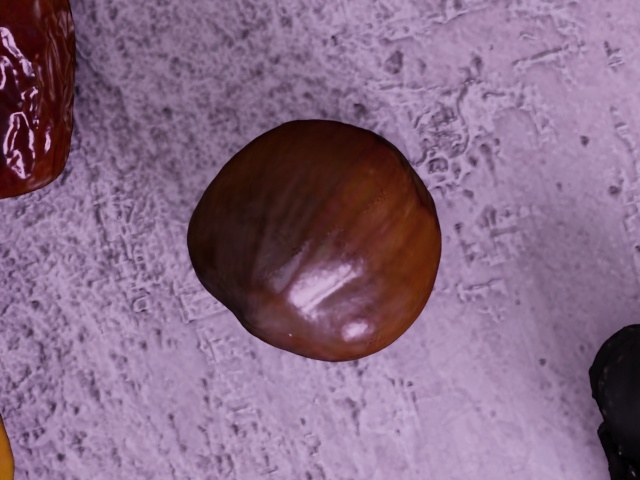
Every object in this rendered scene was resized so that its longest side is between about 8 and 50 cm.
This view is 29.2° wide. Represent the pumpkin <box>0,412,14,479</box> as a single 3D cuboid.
[{"bbox_3d":[-0.377,0.265,1.088,0.290,0.095,0.258,-7,84,32],"label":"pumpkin"}]

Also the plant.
[{"bbox_3d":[0.307,0.182,0.996,0.142,0.164,0.256,-18,102,11],"label":"plant"}]

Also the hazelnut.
[{"bbox_3d":[0.003,-0.005,1.020,0.210,0.210,0.186,37,99,7],"label":"hazelnut"}]

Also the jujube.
[{"bbox_3d":[-0.306,-0.166,1.085,0.190,0.190,0.255,-14,105,8],"label":"jujube"}]
